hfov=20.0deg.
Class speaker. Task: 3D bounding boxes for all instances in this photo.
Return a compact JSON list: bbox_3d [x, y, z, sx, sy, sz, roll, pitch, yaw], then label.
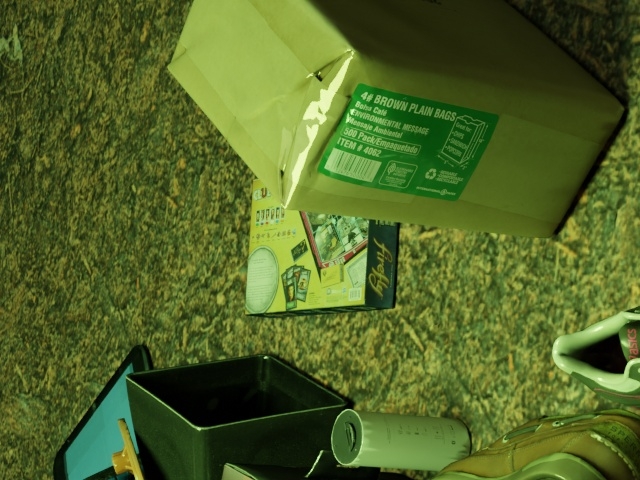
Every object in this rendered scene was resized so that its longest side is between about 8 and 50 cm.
[{"bbox_3d":[0.080,0.198,1.791,0.055,0.136,0.055,-16,70,54],"label":"speaker"}]

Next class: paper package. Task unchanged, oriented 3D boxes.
[{"bbox_3d":[0.066,-0.152,1.725,0.309,0.324,0.168,50,124,48],"label":"paper package"}]

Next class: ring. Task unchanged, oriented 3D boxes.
[{"bbox_3d":[-0.188,0.367,2.083,0.336,0.032,0.337,162,90,-83],"label":"ring"}]

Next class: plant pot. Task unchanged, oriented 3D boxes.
[{"bbox_3d":[-0.097,0.241,2.024,0.187,0.188,0.167,26,119,55],"label":"plant pot"}]

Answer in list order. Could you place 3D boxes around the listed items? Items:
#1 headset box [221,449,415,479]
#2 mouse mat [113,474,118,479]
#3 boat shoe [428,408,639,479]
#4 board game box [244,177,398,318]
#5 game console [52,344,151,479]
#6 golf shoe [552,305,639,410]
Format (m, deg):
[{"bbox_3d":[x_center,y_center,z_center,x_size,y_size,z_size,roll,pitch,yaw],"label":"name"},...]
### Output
[{"bbox_3d":[-0.003,0.350,1.807,0.110,0.218,0.293,18,97,55],"label":"headset box"},{"bbox_3d":[-0.213,0.391,2.180,0.153,0.007,0.190,-119,15,-56],"label":"mouse mat"},{"bbox_3d":[0.200,0.221,1.649,0.104,0.111,0.307,-45,11,-26],"label":"boat shoe"},{"bbox_3d":[0.000,0.000,2.041,0.243,0.042,0.165,-7,77,56],"label":"board game box"},{"bbox_3d":[-0.329,0.309,2.359,0.173,0.250,0.293,49,128,17],"label":"game console"},{"bbox_3d":[0.313,0.094,1.484,0.273,0.120,0.105,-20,65,52],"label":"golf shoe"}]
